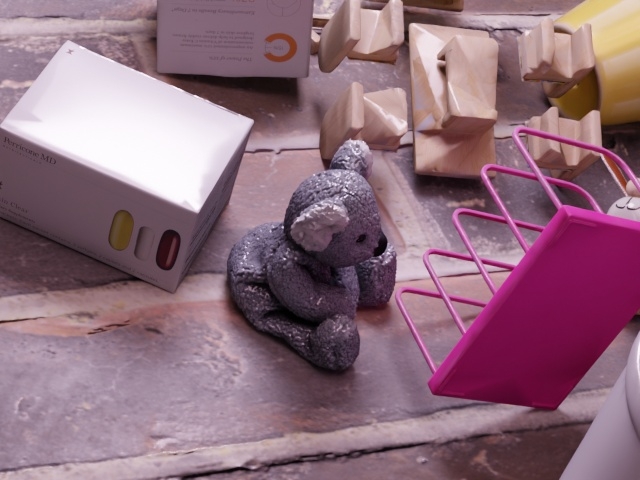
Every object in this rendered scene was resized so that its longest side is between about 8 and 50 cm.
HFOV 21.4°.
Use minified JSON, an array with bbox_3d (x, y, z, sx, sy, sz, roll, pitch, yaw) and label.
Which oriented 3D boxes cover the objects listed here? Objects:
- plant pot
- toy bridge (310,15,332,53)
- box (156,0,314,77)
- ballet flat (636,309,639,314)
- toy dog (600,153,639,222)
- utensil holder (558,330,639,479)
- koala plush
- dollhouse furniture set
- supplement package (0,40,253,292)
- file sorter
[{"bbox_3d":[0.461,-0.278,2.508,0.239,0.254,0.254,-21,56,-21],"label":"plant pot"},{"bbox_3d":[-0.023,-0.303,2.489,0.188,0.026,0.063,-23,57,-38],"label":"toy bridge"},{"bbox_3d":[-0.113,-0.406,2.298,0.215,0.345,0.168,2,43,-4],"label":"box"},{"bbox_3d":[0.527,0.046,2.288,0.316,0.106,0.108,-5,49,-26],"label":"ballet flat"},{"bbox_3d":[0.489,-0.089,2.285,0.220,0.161,0.333,0,11,13],"label":"toy dog"},{"bbox_3d":[0.410,0.295,1.776,0.327,0.385,0.328,11,42,-10],"label":"utensil holder"},{"bbox_3d":[0.000,0.000,2.039,0.203,0.221,0.196,26,43,5],"label":"koala plush"},{"bbox_3d":[0.172,-0.267,2.418,0.362,0.256,0.394,4,72,-17],"label":"dollhouse furniture set"},{"bbox_3d":[-0.248,-0.094,2.096,0.261,0.145,0.204,23,42,3],"label":"supplement package"},{"bbox_3d":[0.252,0.032,2.030,0.202,0.291,0.182,11,37,-35],"label":"file sorter"}]
